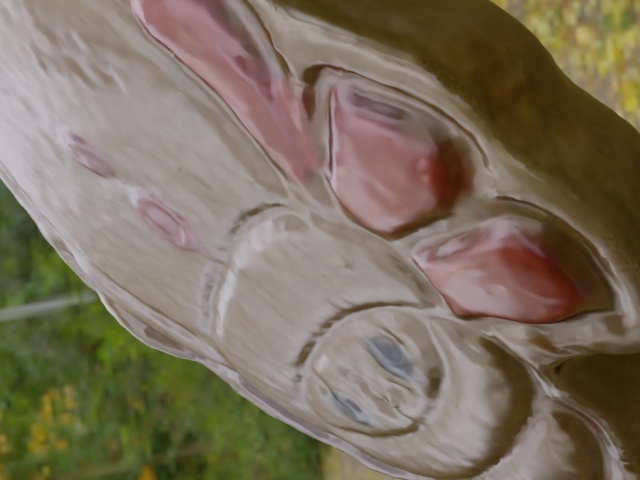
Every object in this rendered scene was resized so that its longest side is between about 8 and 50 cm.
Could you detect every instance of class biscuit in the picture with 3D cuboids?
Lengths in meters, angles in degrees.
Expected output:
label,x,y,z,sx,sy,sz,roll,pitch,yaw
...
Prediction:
label,x,y,z,sx,sy,sz,roll,pitch,yaw
biscuit,0.000,0.000,0.714,0.381,0.074,0.359,40,157,1
